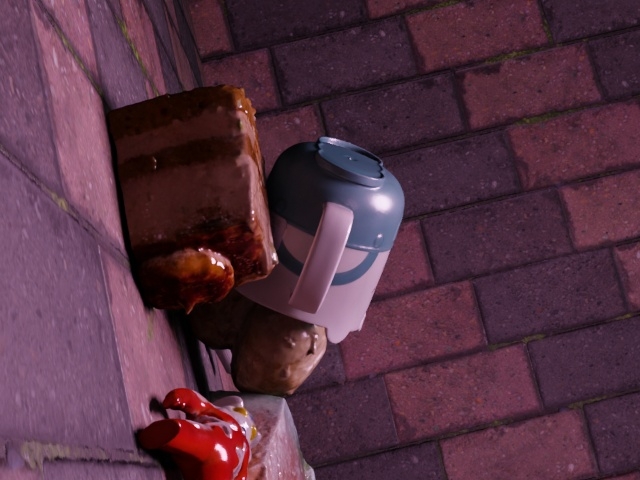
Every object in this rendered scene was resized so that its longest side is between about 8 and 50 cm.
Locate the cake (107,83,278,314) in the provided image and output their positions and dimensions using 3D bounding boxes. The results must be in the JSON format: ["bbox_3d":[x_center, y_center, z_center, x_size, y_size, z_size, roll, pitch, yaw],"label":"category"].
[{"bbox_3d":[-0.163,-0.041,1.511,0.196,0.198,0.293,84,-5,-61],"label":"cake"}]

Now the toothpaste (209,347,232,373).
[{"bbox_3d":[-0.204,0.117,2.049,0.099,0.068,0.283,13,-53,58],"label":"toothpaste"}]

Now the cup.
[{"bbox_3d":[0.000,0.000,1.654,0.290,0.219,0.258,-85,-165,-74],"label":"cup"}]

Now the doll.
[{"bbox_3d":[-0.136,0.264,1.376,0.384,0.099,0.188,-75,139,-89],"label":"doll"}]

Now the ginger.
[{"bbox_3d":[-0.128,0.129,1.859,0.304,0.155,0.245,41,-34,18],"label":"ginger"}]

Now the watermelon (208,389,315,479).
[{"bbox_3d":[-0.084,0.394,1.776,0.302,0.151,0.264,-105,-178,-69],"label":"watermelon"}]
